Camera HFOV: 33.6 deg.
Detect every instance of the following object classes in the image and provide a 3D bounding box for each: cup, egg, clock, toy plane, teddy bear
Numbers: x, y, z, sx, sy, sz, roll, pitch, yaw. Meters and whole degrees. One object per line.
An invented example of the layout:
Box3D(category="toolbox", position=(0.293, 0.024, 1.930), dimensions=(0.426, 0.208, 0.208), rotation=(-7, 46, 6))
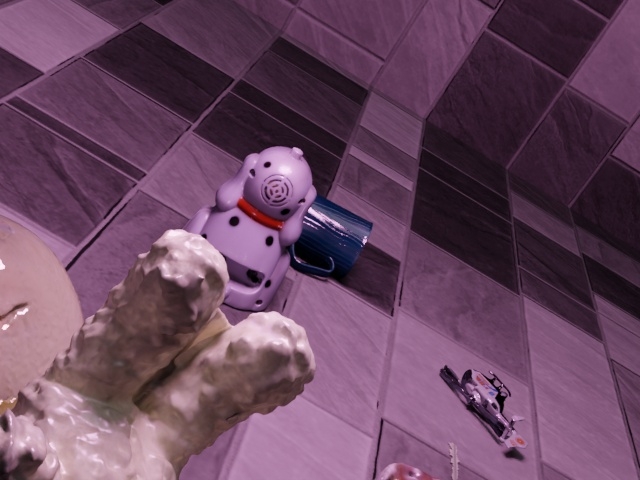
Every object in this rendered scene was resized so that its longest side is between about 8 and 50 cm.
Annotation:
Box3D(category="cup", position=(0.005, -0.009, 1.892), dimensions=(0.138, 0.113, 0.150), rotation=(29, 20, -5))
Box3D(category="egg", position=(-0.377, 0.064, 1.112), dimensions=(0.337, 0.201, 0.337), rotation=(30, 22, -14))
Box3D(category="clock", position=(-0.099, -0.042, 1.642), dimensions=(0.189, 0.254, 0.189), rotation=(28, 17, -10))
Box3D(category="toy plane", position=(0.281, 0.275, 1.759), dimensions=(0.078, 0.053, 0.197), rotation=(3, 35, -37))
Box3D(category="teddy bear", position=(-0.151, 0.240, 0.864), dimensions=(0.327, 0.375, 0.362), rotation=(46, 7, -29))

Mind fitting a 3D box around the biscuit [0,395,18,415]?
Box3D(category="biscuit", position=(-0.264, 0.217, 1.061), dimensions=(0.231, 0.016, 0.139), rotation=(0, 84, -54))

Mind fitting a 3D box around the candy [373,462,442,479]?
Box3D(category="candy", position=(0.130, 0.378, 1.191), dimensions=(0.214, 0.157, 0.289), rotation=(27, 22, -25))

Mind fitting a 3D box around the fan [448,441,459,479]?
Box3D(category="fan", position=(0.190, 0.372, 1.481), dimensions=(0.191, 0.009, 0.329), rotation=(30, 22, -5))
